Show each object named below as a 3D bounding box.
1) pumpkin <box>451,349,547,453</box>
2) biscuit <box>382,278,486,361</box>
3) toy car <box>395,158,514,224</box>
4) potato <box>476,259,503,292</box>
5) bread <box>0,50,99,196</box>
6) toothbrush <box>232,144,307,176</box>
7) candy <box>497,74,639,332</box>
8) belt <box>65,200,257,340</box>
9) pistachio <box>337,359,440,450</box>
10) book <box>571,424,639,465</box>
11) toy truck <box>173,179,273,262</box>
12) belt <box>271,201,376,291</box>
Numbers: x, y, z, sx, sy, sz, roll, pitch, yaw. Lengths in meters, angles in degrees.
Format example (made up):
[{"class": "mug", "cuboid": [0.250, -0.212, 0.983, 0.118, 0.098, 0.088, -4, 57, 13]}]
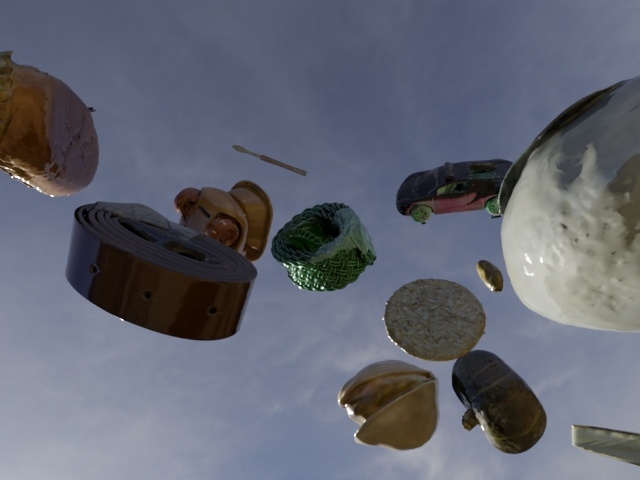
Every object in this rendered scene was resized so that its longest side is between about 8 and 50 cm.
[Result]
[{"class": "pumpkin", "cuboid": [0.371, 0.355, 0.956, 0.162, 0.219, 0.219, -34, -48, -3]}, {"class": "biscuit", "cuboid": [0.169, 0.116, 0.666, 0.152, 0.152, 0.020, -23, -43, -10]}, {"class": "toy car", "cuboid": [0.155, -0.062, 0.515, 0.142, 0.069, 0.055, -6, -51, 20]}, {"class": "potato", "cuboid": [0.381, 0.076, 0.995, 0.045, 0.092, 0.046, 19, -56, -26]}, {"class": "bread", "cuboid": [-0.591, -0.220, 0.943, 0.183, 0.388, 0.235, 19, -93, -4]}, {"class": "toothbrush", "cuboid": [-0.125, -0.196, 1.087, 0.195, 0.017, 0.014, 21, -87, 7]}, {"class": "candy", "cuboid": [0.311, -0.021, 0.405, 0.296, 0.185, 0.295, -9, -39, -7]}, {"class": "belt", "cuboid": [-0.275, 0.041, 0.760, 0.122, 0.339, 0.217, -71, -14, 14]}, {"class": "pistachio", "cuboid": [0.183, 0.412, 1.127, 0.321, 0.229, 0.238, 17, -61, -47]}, {"class": "book", "cuboid": [0.462, 0.228, 0.421, 0.389, 0.269, 0.032, 23, -110, -34]}, {"class": "toy truck", "cuboid": [-0.276, -0.022, 1.198, 0.212, 0.204, 0.288, -10, -48, -52]}, {"class": "belt", "cuboid": [0.000, 0.000, 0.576, 0.121, 0.151, 0.079, -38, -60, -12]}]
